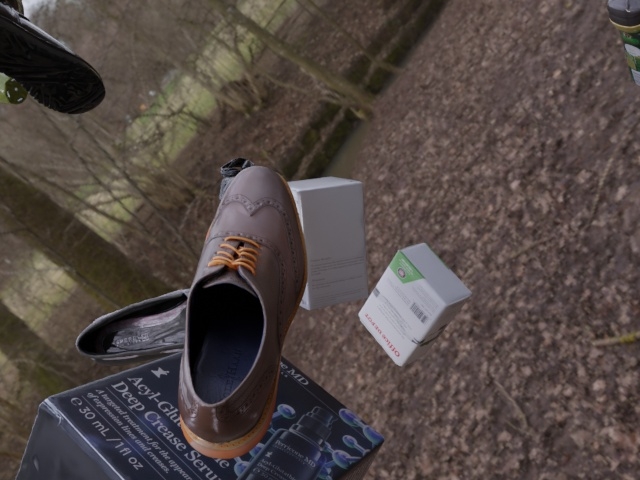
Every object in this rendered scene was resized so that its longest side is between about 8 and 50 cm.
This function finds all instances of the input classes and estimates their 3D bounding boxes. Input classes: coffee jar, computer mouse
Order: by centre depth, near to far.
[{"bbox_3d":[-0.112,-0.091,0.987,0.242,0.071,0.041,-112,29,-67],"label":"computer mouse"},{"bbox_3d":[0.535,-0.341,1.104,0.096,0.184,0.079,-42,40,3],"label":"coffee jar"}]

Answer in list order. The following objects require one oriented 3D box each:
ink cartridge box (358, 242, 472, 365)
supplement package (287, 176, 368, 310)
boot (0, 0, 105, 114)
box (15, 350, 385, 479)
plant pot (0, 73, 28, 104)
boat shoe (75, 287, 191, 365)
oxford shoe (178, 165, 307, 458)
[{"bbox_3d":[0.197,0.140,1.463,0.093,0.160,0.219,-16,-34,-40],"label":"ink cartridge box"},{"bbox_3d":[0.000,0.000,1.026,0.105,0.179,0.105,-9,13,-25],"label":"supplement package"},{"bbox_3d":[-0.425,-0.315,0.975,0.094,0.246,0.207,-30,66,15],"label":"boot"},{"bbox_3d":[-0.151,0.322,0.922,0.395,0.294,0.211,-11,-49,-58],"label":"box"},{"bbox_3d":[-0.538,-0.263,1.143,0.083,0.079,0.083,-51,-29,-44],"label":"plant pot"},{"bbox_3d":[-0.257,0.147,1.169,0.335,0.112,0.095,-17,-9,7],"label":"boat shoe"},{"bbox_3d":[-0.080,0.044,0.754,0.132,0.130,0.363,94,179,-56],"label":"oxford shoe"}]
